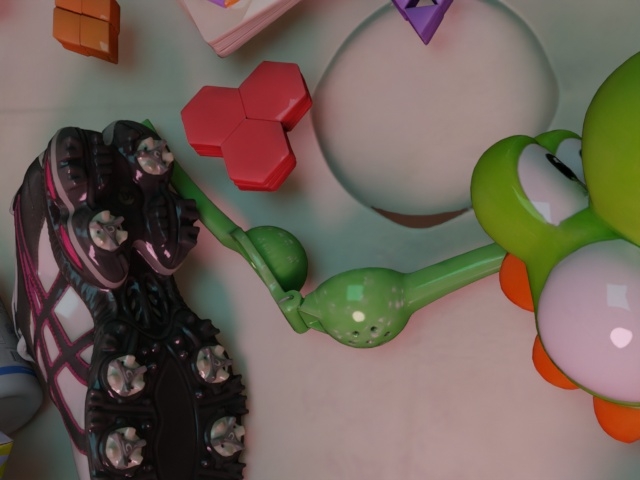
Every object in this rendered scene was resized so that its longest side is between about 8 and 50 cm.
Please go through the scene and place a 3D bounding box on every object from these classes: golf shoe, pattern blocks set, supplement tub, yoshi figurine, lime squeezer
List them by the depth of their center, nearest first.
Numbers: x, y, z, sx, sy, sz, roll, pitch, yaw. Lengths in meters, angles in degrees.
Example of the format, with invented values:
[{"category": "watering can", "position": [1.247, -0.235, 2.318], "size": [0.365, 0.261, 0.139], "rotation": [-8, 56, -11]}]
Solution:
[{"category": "yoshi figurine", "position": [0.217, 0.044, 0.610], "size": [0.203, 0.203, 0.362], "rotation": [-43, 64, 2]}, {"category": "lime squeezer", "position": [0.000, 0.000, 0.790], "size": [0.310, 0.059, 0.110], "rotation": [13, 82, 26]}, {"category": "golf shoe", "position": [-0.121, 0.068, 0.814], "size": [0.120, 0.105, 0.272], "rotation": [-25, 70, 46]}, {"category": "supplement tub", "position": [-0.223, 0.068, 0.858], "size": [0.071, 0.071, 0.107], "rotation": [-36, 64, 10]}, {"category": "pattern blocks set", "position": [-0.049, -0.210, 0.866], "size": [0.285, 0.026, 0.325], "rotation": [-45, 61, -2]}]

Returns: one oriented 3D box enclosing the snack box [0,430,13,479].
[{"category": "snack box", "position": [-0.287, 0.168, 0.821], "size": [0.174, 0.070, 0.207], "rotation": [31, 113, 26]}]
